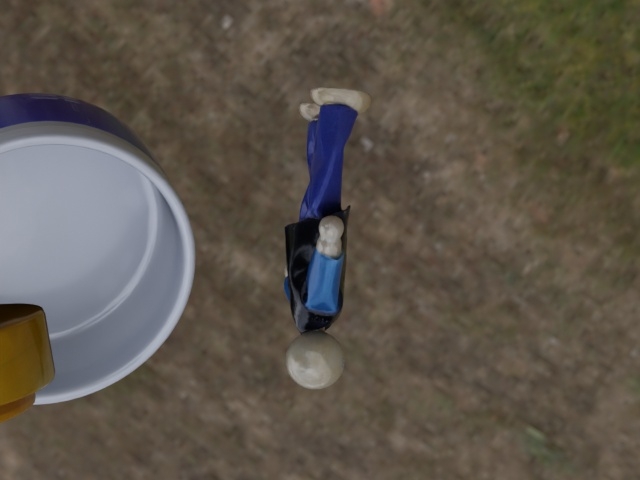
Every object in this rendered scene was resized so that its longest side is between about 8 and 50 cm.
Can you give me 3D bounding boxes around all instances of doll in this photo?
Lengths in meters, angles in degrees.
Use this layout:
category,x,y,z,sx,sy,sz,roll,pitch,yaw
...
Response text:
category,x,y,z,sx,sy,sz,roll,pitch,yaw
doll,0.000,0.000,1.056,0.046,0.189,0.129,8,169,-10

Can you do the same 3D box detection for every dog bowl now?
category,x,y,z,sx,sy,sz,roll,pitch,yaw
dog bowl,-0.250,0.008,1.467,0.265,0.265,0.104,59,179,-32

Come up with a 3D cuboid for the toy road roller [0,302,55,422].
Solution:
category,x,y,z,sx,sy,sz,roll,pitch,yaw
toy road roller,-0.295,0.080,0.806,0.202,0.329,0.241,-166,66,-79
